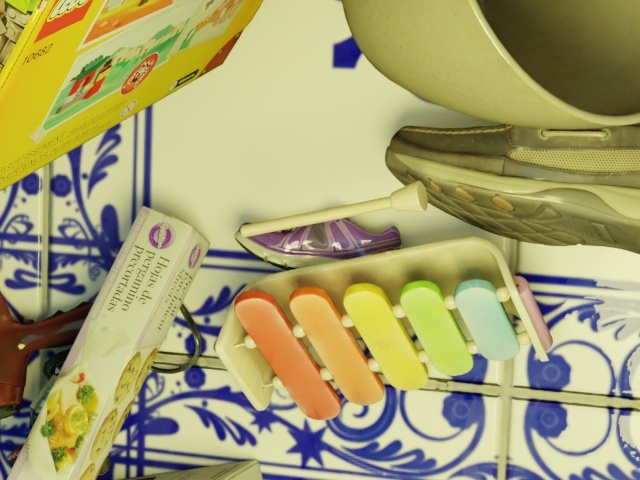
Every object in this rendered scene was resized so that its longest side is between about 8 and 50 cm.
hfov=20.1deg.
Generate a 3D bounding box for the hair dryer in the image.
[{"bbox_3d":[-0.288,0.103,1.892,0.293,0.080,0.224,35,80,10],"label":"hair dryer"}]

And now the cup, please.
[{"bbox_3d":[0.155,-0.240,1.602,0.237,0.331,0.331,-15,92,51],"label":"cup"}]

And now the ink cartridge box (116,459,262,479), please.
[{"bbox_3d":[-0.193,0.357,1.855,0.289,0.121,0.211,-12,93,19],"label":"ink cartridge box"}]

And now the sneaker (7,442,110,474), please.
[{"bbox_3d":[-0.275,0.234,1.911,0.119,0.047,0.057,-11,105,19],"label":"sneaker"}]

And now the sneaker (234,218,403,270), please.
[{"bbox_3d":[0.000,0.000,1.794,0.170,0.068,0.071,8,85,7],"label":"sneaker"}]

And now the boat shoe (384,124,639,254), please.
[{"bbox_3d":[0.237,-0.069,1.685,0.355,0.132,0.130,12,73,21],"label":"boat shoe"}]

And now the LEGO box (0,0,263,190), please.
[{"bbox_3d":[-0.195,-0.267,1.538,0.193,0.500,0.372,41,125,8],"label":"LEGO box"}]

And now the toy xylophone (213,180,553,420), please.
[{"bbox_3d":[0.046,0.062,1.717,0.322,0.081,0.236,-17,135,24],"label":"toy xylophone"}]

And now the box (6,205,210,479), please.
[{"bbox_3d":[-0.213,0.126,1.801,0.063,0.067,0.324,22,79,19],"label":"box"}]
